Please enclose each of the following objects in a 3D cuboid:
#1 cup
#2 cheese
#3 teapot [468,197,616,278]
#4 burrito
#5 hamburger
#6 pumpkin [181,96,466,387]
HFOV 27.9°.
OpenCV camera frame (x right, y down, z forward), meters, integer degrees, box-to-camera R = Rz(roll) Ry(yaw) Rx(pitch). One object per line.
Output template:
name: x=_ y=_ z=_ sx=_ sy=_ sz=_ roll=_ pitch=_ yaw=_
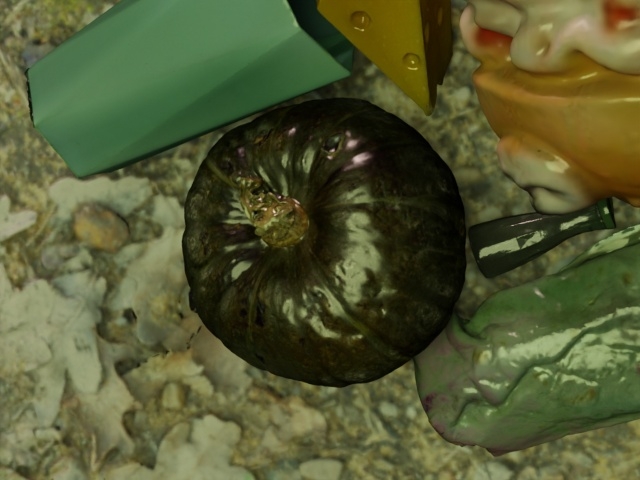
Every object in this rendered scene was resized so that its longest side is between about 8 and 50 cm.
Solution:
cup: x=-0.107 y=-0.141 z=0.989 sx=0.236 sy=0.148 sz=0.134 roll=-26 pitch=55 yaw=18
cheese: x=0.049 y=-0.179 z=0.921 sx=0.126 sy=0.093 sz=0.171 roll=-15 pitch=122 yaw=25
teapot: x=0.169 y=-0.009 z=0.966 sx=0.111 sy=0.043 sz=0.042 roll=-21 pitch=90 yaw=16
burrito: x=0.181 y=0.085 z=0.950 sx=0.229 sy=0.089 sz=0.144 roll=-22 pitch=87 yaw=17
hamburger: x=0.220 y=-0.127 z=0.833 sx=0.276 sy=0.276 sz=0.236 roll=2 pitch=107 yaw=17
pumpkin: x=0.000 y=0.000 z=0.953 sx=0.224 sy=0.157 sz=0.223 roll=-6 pitch=78 yaw=27
